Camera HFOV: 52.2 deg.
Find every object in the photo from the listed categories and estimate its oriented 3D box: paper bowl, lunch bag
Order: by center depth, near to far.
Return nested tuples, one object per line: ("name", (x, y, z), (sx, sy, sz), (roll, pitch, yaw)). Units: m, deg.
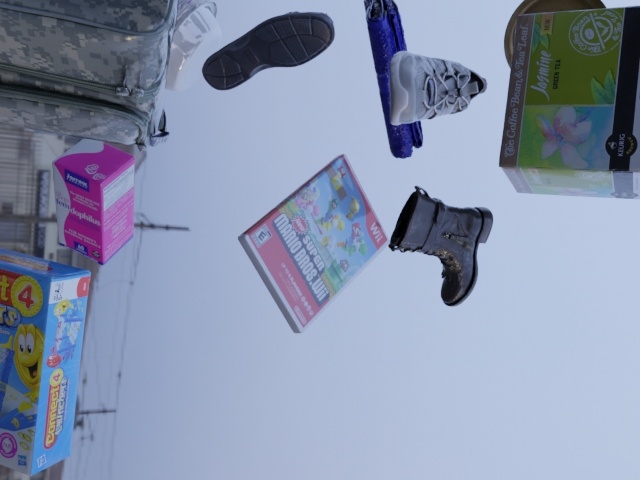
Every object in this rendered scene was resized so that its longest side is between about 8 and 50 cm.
("lunch bag", (-0.325, -0.239, 0.791), (0.256, 0.304, 0.213), (122, -30, -53))
("paper bowl", (-0.360, -0.496, 1.658), (0.284, 0.148, 0.284), (-53, -177, 3))

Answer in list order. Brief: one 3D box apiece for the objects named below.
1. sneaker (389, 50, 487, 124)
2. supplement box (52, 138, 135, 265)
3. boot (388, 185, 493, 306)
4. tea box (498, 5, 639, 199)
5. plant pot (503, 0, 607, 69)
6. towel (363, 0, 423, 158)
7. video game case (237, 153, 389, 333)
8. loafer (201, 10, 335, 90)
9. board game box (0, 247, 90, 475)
("sneaker", (0.184, -0.243, 1.010), (0.115, 0.281, 0.105), (8, -66, 25))
("supplement box", (-0.444, -0.077, 1.293), (0.114, 0.111, 0.220), (-56, 166, -47))
("boot", (0.244, 0.017, 1.424), (0.091, 0.228, 0.263), (37, -63, 57))
("tea box", (0.558, -0.270, 1.329), (0.323, 0.220, 0.329), (4, -99, 28))
("plant pot", (0.545, -0.462, 1.503), (0.032, 0.236, 0.237), (-44, 151, -64))
("towel", (0.154, -0.350, 1.360), (0.228, 0.076, 0.308), (-87, 165, -55))
("video game case", (0.000, 0.000, 1.175), (0.025, 0.285, 0.204), (-7, -62, 48))
("loafer", (-0.106, -0.402, 1.334), (0.302, 0.109, 0.095), (-15, -143, 25))
("board game box", (-0.524, 0.167, 1.020), (0.308, 0.086, 0.302), (11, -82, 19))
